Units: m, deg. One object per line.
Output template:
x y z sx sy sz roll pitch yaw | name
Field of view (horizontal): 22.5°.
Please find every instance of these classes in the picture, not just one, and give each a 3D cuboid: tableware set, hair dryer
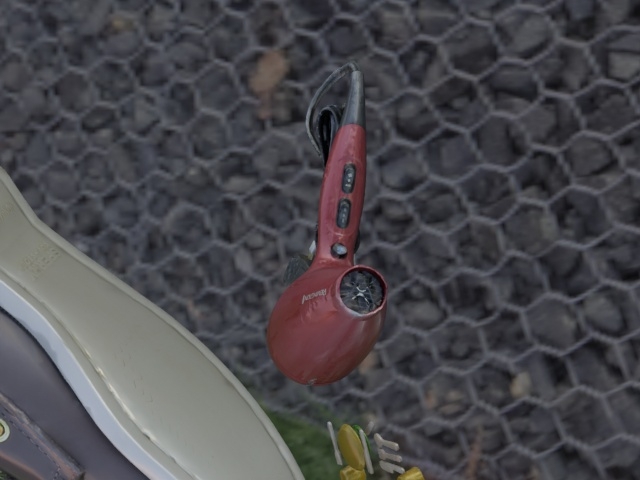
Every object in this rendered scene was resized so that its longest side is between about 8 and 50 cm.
0.059 0.226 1.542 0.154 0.024 0.104 3 109 64 | tableware set
0.000 0.000 1.228 0.293 0.080 0.223 -112 25 -63 | hair dryer

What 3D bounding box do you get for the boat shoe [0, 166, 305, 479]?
-0.142 0.062 0.788 0.324 0.116 0.097 42 109 -1 | boat shoe
